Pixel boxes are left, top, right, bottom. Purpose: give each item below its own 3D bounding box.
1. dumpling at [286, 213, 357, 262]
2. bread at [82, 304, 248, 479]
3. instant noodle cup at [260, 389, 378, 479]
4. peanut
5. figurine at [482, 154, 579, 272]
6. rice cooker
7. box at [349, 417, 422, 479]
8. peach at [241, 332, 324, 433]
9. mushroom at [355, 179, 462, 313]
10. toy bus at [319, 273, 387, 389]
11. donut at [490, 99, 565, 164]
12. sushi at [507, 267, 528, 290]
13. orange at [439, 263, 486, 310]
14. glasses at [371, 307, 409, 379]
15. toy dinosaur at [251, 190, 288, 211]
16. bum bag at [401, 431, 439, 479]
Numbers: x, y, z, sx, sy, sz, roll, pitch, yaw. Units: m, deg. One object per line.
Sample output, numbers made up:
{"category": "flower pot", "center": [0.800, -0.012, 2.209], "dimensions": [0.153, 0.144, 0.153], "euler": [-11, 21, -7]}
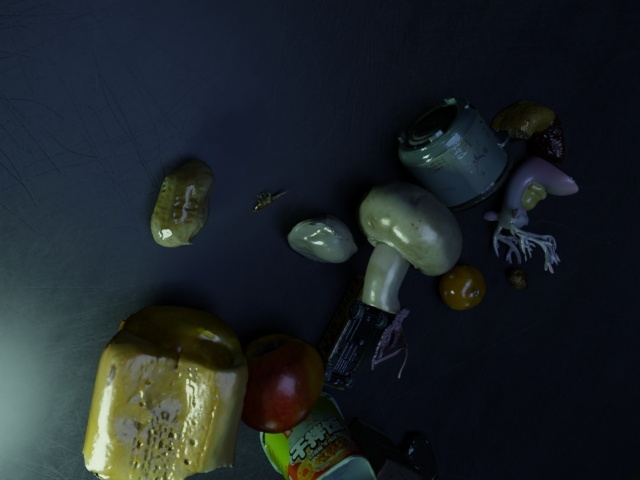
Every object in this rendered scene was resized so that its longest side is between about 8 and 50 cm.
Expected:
{"category": "dumpling", "center": [0.000, 0.000, 1.382], "dimensions": [0.172, 0.142, 0.247], "euler": [-24, 145, 19]}
{"category": "bread", "center": [-0.363, 0.358, 1.244], "dimensions": [0.361, 0.250, 0.394], "euler": [10, 96, -15]}
{"category": "instant noodle cup", "center": [0.004, 0.636, 1.460], "dimensions": [0.293, 0.308, 0.294], "euler": [-7, 108, -23]}
{"category": "peanut", "center": [-0.326, -0.086, 1.202], "dimensions": [0.129, 0.129, 0.224], "euler": [14, 101, -28]}
{"category": "figurine", "center": [0.698, -0.072, 1.652], "dimensions": [0.316, 0.206, 0.284], "euler": [-46, 107, 0]}
{"category": "rice cooker", "center": [0.382, -0.227, 1.420], "dimensions": [0.316, 0.264, 0.317], "euler": [-1, 119, -2]}
{"category": "box", "center": [0.131, 0.777, 1.606], "dimensions": [0.190, 0.225, 0.297], "euler": [39, 88, -28]}
{"category": "peach", "center": [-0.113, 0.393, 1.375], "dimensions": [0.280, 0.238, 0.281], "euler": [-8, 107, -25]}
{"category": "mushroom", "center": [0.250, 0.002, 1.377], "dimensions": [0.315, 0.315, 0.356], "euler": [-16, 90, -20]}
{"category": "toy bus", "center": [0.092, 0.272, 1.502], "dimensions": [0.121, 0.123, 0.336], "euler": [26, 93, -30]}
{"category": "donut", "center": [0.707, -0.357, 1.618], "dimensions": [0.295, 0.112, 0.151], "euler": [25, 97, -29]}
{"category": "sushi", "center": [0.704, 0.140, 1.787], "dimensions": [0.118, 0.061, 0.060], "euler": [34, 62, -22]}
{"category": "orange", "center": [0.466, 0.154, 1.644], "dimensions": [0.156, 0.124, 0.156], "euler": [-9, 111, -24]}
{"category": "glasses", "center": [0.231, 0.312, 1.545], "dimensions": [0.255, 0.095, 0.162], "euler": [-36, 134, -53]}
{"category": "toy dinosaur", "center": [-0.139, -0.114, 1.338], "dimensions": [0.113, 0.026, 0.041], "euler": [-35, 123, -3]}
{"category": "bum bag", "center": [0.357, 0.833, 1.812], "dimensions": [0.142, 0.079, 0.326], "euler": [-25, 113, -21]}
